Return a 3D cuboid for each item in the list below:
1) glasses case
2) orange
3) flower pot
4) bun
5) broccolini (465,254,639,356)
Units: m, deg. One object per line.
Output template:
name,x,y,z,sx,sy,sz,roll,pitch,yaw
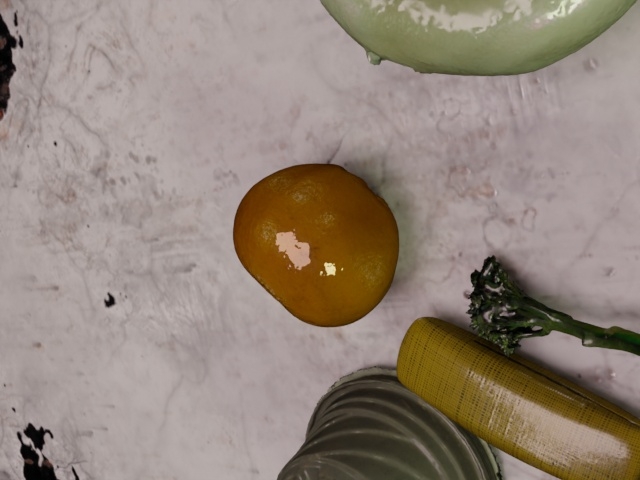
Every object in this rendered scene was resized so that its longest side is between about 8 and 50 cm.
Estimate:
glasses case,0.169,0.142,0.864,0.234,0.064,0.079,26,115,30
orange,0.000,0.000,0.910,0.159,0.159,0.136,38,83,24
flower pot,0.046,0.249,0.949,0.235,0.140,0.235,15,113,37
bun,0.123,-0.246,0.722,0.283,0.179,0.283,0,89,23
broccolini,0.206,0.077,0.787,0.254,0.057,0.071,22,152,52
